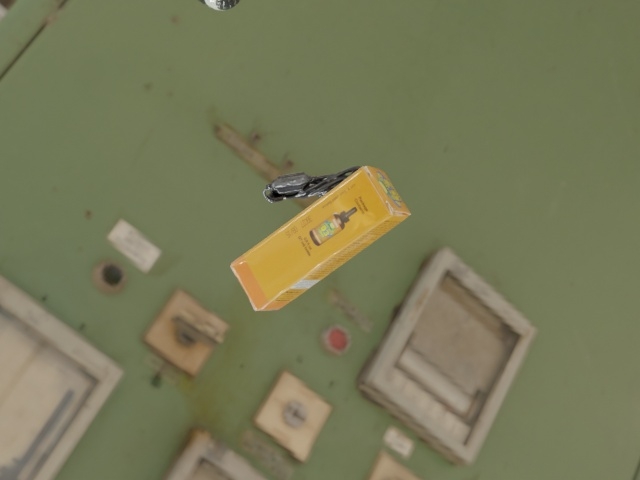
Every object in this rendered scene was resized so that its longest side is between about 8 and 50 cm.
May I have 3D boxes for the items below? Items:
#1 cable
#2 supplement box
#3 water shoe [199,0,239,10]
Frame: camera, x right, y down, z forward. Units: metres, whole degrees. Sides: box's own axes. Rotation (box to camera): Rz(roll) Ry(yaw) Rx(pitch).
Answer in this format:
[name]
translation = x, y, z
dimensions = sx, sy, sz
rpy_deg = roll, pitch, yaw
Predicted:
[cable]
translation = 0.009, -0.086, 1.974
dimensions = 0.184, 0.047, 0.150
rpy_deg = -10, 173, 25
[supplement box]
translation = 0.000, 0.000, 1.585
dimensions = 0.233, 0.080, 0.078
rpy_deg = -36, 73, 21
[water shoe]
translation = -0.103, -0.375, 1.434
dimensions = 0.080, 0.203, 0.073
rpy_deg = 30, -171, 22
